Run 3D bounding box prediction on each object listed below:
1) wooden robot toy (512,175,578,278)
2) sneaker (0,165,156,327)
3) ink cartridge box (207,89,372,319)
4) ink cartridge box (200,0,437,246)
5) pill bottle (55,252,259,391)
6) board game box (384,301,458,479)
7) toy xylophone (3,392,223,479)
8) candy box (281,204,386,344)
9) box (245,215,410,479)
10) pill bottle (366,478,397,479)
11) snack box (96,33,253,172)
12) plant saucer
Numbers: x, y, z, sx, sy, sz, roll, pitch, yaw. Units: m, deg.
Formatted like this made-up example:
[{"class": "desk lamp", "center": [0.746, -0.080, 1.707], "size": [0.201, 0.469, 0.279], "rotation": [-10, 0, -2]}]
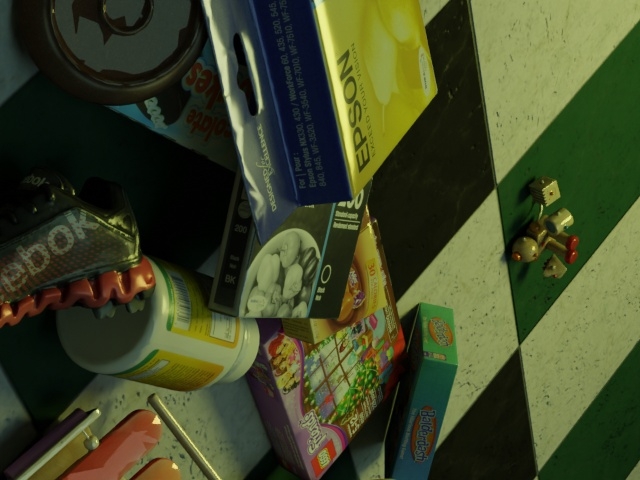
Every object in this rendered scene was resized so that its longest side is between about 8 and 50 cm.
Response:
[{"class": "wooden robot toy", "center": [0.295, 0.002, 2.267], "size": [0.079, 0.076, 0.173], "rotation": [-32, 139, -25]}, {"class": "sneaker", "center": [-0.261, 0.010, 1.387], "size": [0.276, 0.098, 0.135], "rotation": [-13, 105, -39]}, {"class": "ink cartridge box", "center": [-0.021, -0.028, 1.618], "size": [0.206, 0.045, 0.208], "rotation": [5, 97, -62]}, {"class": "ink cartridge box", "center": [0.004, -0.199, 1.511], "size": [0.307, 0.072, 0.303], "rotation": [-56, 140, -51]}, {"class": "pill bottle", "center": [-0.145, 0.080, 1.593], "size": [0.208, 0.118, 0.117], "rotation": [22, 94, -60]}, {"class": "board game box", "center": [0.123, 0.205, 2.096], "size": [0.160, 0.047, 0.210], "rotation": [-84, -174, -67]}, {"class": "toy xylophone", "center": [-0.174, 0.288, 1.636], "size": [0.236, 0.081, 0.322], "rotation": [-49, 114, -23]}, {"class": "candy box", "center": [0.000, 0.000, 1.753], "size": [0.109, 0.053, 0.186], "rotation": [-25, 115, -35]}, {"class": "box", "center": [0.007, 0.123, 1.920], "size": [0.201, 0.057, 0.293], "rotation": [-48, 147, -24]}, {"class": "pill bottle", "center": [-0.009, 0.367, 1.949], "size": [0.278, 0.162, 0.162], "rotation": [-2, 115, -40]}, {"class": "snack box", "center": [-0.090, -0.171, 1.540], "size": [0.322, 0.060, 0.187], "rotation": [25, 92, -60]}, {"class": "plant saucer", "center": [-0.160, -0.190, 1.364], "size": [0.168, 0.029, 0.168], "rotation": [-6, 105, -24]}]
